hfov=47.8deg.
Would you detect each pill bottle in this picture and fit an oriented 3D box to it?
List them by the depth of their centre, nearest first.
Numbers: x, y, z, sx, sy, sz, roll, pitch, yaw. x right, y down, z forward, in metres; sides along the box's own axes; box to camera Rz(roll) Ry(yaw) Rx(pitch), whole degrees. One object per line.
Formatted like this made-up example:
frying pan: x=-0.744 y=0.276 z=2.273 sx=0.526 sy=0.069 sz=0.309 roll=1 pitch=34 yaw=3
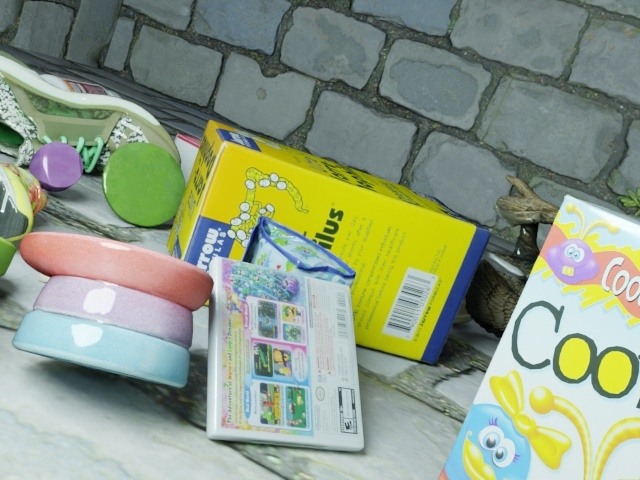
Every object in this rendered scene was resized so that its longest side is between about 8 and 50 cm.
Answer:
pill bottle: x=-0.506 y=-0.273 z=1.501 sx=0.121 sy=0.121 sz=0.221 roll=24 pitch=11 yaw=14

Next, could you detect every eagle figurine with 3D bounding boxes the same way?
eagle figurine: x=0.319 y=0.084 z=1.043 sx=0.225 sy=0.298 sz=0.226 roll=9 pitch=25 yaw=17

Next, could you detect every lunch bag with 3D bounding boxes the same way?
lunch bag: x=-0.050 y=0.055 z=0.765 sx=0.096 sy=0.128 sz=0.151 roll=14 pitch=14 yaw=-33

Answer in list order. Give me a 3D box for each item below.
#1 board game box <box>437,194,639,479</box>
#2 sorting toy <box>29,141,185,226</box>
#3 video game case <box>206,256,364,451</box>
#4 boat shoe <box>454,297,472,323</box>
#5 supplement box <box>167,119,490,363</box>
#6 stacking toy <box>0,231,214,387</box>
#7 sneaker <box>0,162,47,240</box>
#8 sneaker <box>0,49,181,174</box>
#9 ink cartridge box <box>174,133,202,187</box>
board game box: x=0.194 y=0.128 z=0.485 sx=0.144 sy=0.275 sz=0.142 roll=29 pitch=14 yaw=38
sorting toy: x=-0.270 y=-0.072 z=1.124 sx=0.366 sy=0.127 sz=0.126 roll=10 pitch=-14 yaw=-33
video game case: x=-0.030 y=0.099 z=0.627 sx=0.143 sy=0.019 sz=0.157 roll=14 pitch=56 yaw=-29
boat shoe: x=0.137 y=0.058 z=1.162 sx=0.302 sy=0.098 sz=0.109 roll=16 pitch=12 yaw=-23
supplement box: x=0.000 y=0.000 z=0.945 sx=0.357 sy=0.195 sz=0.194 roll=17 pitch=12 yaw=-18
stacking toy: x=-0.260 y=0.057 z=0.572 sx=0.309 sy=0.130 sz=0.279 roll=19 pitch=-15 yaw=-24
sneaker: x=-0.358 y=-0.052 z=0.838 sx=0.094 sy=0.081 sz=0.208 roll=14 pitch=12 yaw=-40
sneaker: x=-0.437 y=-0.159 z=1.186 sx=0.410 sy=0.158 sz=0.182 roll=20 pitch=42 yaw=-15
ink cartridge box: x=-0.171 y=-0.131 z=1.489 sx=0.172 sy=0.100 sz=0.237 roll=29 pitch=14 yaw=33
